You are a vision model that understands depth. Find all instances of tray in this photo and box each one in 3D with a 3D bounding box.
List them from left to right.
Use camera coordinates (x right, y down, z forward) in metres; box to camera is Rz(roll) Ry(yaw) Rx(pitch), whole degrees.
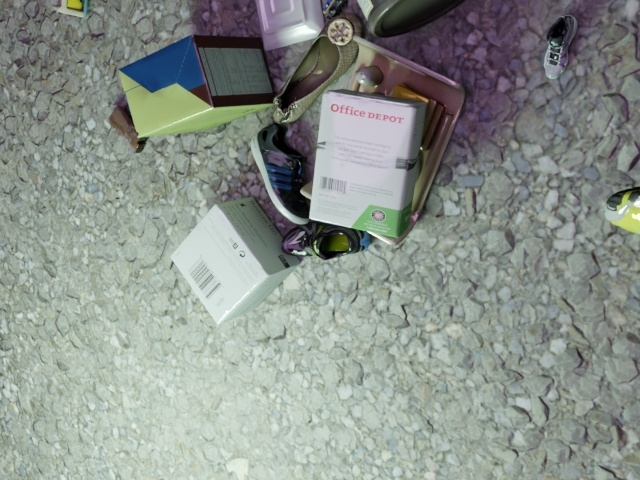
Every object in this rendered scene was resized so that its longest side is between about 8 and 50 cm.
[{"bbox_3d":[-0.078,-0.500,1.444,0.145,0.030,0.270,-6,97,32],"label":"tray"}]

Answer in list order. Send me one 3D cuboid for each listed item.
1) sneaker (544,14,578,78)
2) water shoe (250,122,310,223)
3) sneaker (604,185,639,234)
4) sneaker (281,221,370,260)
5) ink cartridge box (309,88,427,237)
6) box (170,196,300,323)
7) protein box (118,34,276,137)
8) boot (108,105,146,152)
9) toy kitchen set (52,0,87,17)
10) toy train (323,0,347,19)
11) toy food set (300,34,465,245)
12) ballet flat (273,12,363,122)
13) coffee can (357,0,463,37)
[{"bbox_3d":[0.357,-0.295,1.187,0.038,0.069,0.098,20,111,28],"label":"sneaker"},{"bbox_3d":[-0.064,-0.129,1.492,0.080,0.073,0.203,-32,84,31],"label":"water shoe"},{"bbox_3d":[0.581,0.012,1.070,0.385,0.145,0.147,16,109,30],"label":"sneaker"},{"bbox_3d":[0.000,0.000,1.476,0.188,0.078,0.067,-1,100,33],"label":"sneaker"},{"bbox_3d":[0.079,-0.133,1.295,0.160,0.092,0.219,13,109,17],"label":"ink cartridge box"},{"bbox_3d":[-0.172,0.039,1.571,0.182,0.119,0.181,-45,76,31],"label":"box"},{"bbox_3d":[-0.229,-0.293,1.482,0.200,0.201,0.136,-13,93,34],"label":"protein box"},{"bbox_3d":[-0.414,-0.265,1.710,0.114,0.037,0.106,49,119,19],"label":"boot"},{"bbox_3d":[-0.470,-0.547,1.654,0.207,0.122,0.166,31,118,46],"label":"toy kitchen set"},{"bbox_3d":[0.051,-0.459,1.372,0.036,0.027,0.158,48,121,19],"label":"toy train"},{"bbox_3d":[0.099,-0.174,1.365,0.220,0.092,0.306,31,116,24],"label":"toy food set"},{"bbox_3d":[-0.013,-0.311,1.427,0.084,0.058,0.250,51,122,12],"label":"ballet flat"},{"bbox_3d":[0.110,-0.490,1.222,0.201,0.201,0.275,-29,84,34],"label":"coffee can"}]
